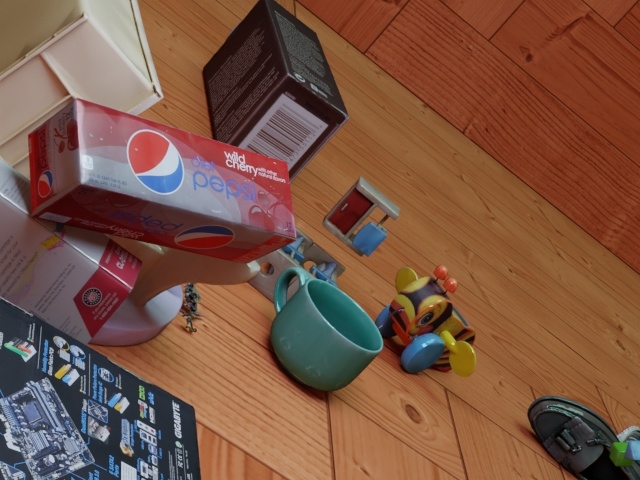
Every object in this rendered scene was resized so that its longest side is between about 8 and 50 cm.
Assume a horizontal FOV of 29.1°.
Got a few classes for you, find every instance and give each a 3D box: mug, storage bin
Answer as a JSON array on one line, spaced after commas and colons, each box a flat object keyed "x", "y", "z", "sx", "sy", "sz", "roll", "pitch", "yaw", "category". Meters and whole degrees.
[{"x": -0.002, "y": 0.120, "z": 1.573, "sx": 0.129, "sy": 0.097, "sz": 0.158, "roll": 32, "pitch": 20, "yaw": -26, "category": "mug"}, {"x": -0.328, "y": -0.185, "z": 1.358, "sx": 0.123, "sy": 0.260, "sz": 0.262, "roll": 50, "pitch": 10, "yaw": -36, "category": "storage bin"}]

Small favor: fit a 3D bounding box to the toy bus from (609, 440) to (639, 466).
[{"x": 0.407, "y": 0.398, "z": 1.759, "sx": 0.104, "sy": 0.202, "sz": 0.191, "roll": 3, "pitch": 38, "yaw": -13, "category": "toy bus"}]

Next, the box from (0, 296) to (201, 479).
[{"x": -0.227, "y": 0.181, "z": 1.010, "sx": 0.293, "sy": 0.073, "sz": 0.295, "roll": 32, "pitch": 21, "yaw": -25, "category": "box"}]

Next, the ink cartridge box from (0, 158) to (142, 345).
[{"x": -0.278, "y": 0.025, "z": 1.169, "sx": 0.175, "sy": 0.127, "sz": 0.072, "roll": 38, "pitch": 19, "yaw": -13, "category": "ink cartridge box"}]

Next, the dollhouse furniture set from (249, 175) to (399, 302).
[{"x": 0.000, "y": 0.000, "z": 1.713, "sx": 0.129, "sy": 0.184, "sz": 0.129, "roll": 39, "pitch": 18, "yaw": -8, "category": "dollhouse furniture set"}]

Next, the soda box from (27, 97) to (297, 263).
[{"x": -0.147, "y": -0.051, "z": 1.187, "sx": 0.263, "sy": 0.083, "sz": 0.092, "roll": 15, "pitch": 58, "yaw": -43, "category": "soda box"}]

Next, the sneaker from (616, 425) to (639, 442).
[{"x": 0.539, "y": 0.377, "z": 2.162, "sx": 0.075, "sy": 0.063, "sz": 0.170, "roll": 48, "pitch": 24, "yaw": 20, "category": "sneaker"}]

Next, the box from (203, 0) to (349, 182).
[{"x": -0.087, "y": -0.256, "z": 2.121, "sx": 0.143, "sy": 0.191, "sz": 0.381, "roll": 33, "pitch": 21, "yaw": -26, "category": "box"}]

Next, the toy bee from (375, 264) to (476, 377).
[{"x": 0.162, "y": 0.119, "z": 1.817, "sx": 0.195, "sy": 0.162, "sz": 0.298, "roll": 48, "pitch": 19, "yaw": 12, "category": "toy bee"}]

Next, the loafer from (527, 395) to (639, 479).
[{"x": 0.443, "y": 0.350, "z": 1.981, "sx": 0.267, "sy": 0.096, "sz": 0.084, "roll": 39, "pitch": 24, "yaw": -16, "category": "loafer"}]

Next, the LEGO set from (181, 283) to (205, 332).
[{"x": -0.156, "y": 0.074, "z": 1.468, "sx": 0.083, "sy": 0.023, "sz": 0.054, "roll": -62, "pitch": 140, "yaw": -67, "category": "LEGO set"}]

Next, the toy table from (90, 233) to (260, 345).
[{"x": -0.202, "y": -0.002, "z": 1.344, "sx": 0.252, "sy": 0.161, "sz": 0.274, "roll": 42, "pitch": 17, "yaw": 1, "category": "toy table"}]
